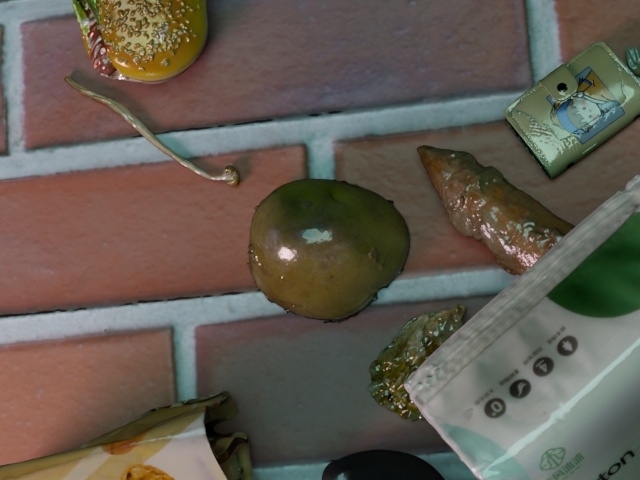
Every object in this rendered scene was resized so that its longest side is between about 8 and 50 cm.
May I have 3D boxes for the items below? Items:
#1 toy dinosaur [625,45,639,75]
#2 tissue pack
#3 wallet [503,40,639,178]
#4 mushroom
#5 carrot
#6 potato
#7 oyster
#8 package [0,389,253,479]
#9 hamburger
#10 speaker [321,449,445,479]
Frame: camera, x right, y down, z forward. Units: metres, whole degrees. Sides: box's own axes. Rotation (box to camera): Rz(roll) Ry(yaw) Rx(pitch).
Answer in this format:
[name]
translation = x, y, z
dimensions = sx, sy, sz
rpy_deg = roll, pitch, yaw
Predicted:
[toy dinosaur]
translation = 0.459, -0.182, 1.456
dimensions = 0.106, 0.044, 0.187
rpy_deg = -39, 89, 15
[tissue pack]
translation = 0.305, 0.137, 1.293
dimensions = 0.356, 0.266, 0.194
rpy_deg = -42, 48, 1
[wallet]
translation = 0.314, -0.163, 1.473
dimensions = 0.155, 0.039, 0.110
rpy_deg = -36, 78, 1
[mushroom]
translation = -0.225, -0.141, 1.570
dimensions = 0.286, 0.026, 0.028
rpy_deg = 29, 70, 15
[carrot]
translation = 0.215, -0.035, 1.451
dimensions = 0.263, 0.102, 0.102
rpy_deg = 43, 89, 19
[potato]
translation = 0.000, 0.000, 1.461
dimensions = 0.202, 0.117, 0.182
rpy_deg = 13, 80, 12
[oyster]
translation = 0.124, 0.153, 1.455
dimensions = 0.146, 0.045, 0.121
rpy_deg = -18, 92, 6
[package]
translation = -0.246, 0.274, 1.418
dimensions = 0.311, 0.221, 0.165
rpy_deg = -18, 39, 8
[hamburger]
translation = -0.232, -0.304, 1.550
dimensions = 0.173, 0.116, 0.210
rpy_deg = -8, 79, 5
[speaker]
translation = 0.170, 0.386, 1.339
dimensions = 0.184, 0.180, 0.388
rpy_deg = -30, 78, -4
